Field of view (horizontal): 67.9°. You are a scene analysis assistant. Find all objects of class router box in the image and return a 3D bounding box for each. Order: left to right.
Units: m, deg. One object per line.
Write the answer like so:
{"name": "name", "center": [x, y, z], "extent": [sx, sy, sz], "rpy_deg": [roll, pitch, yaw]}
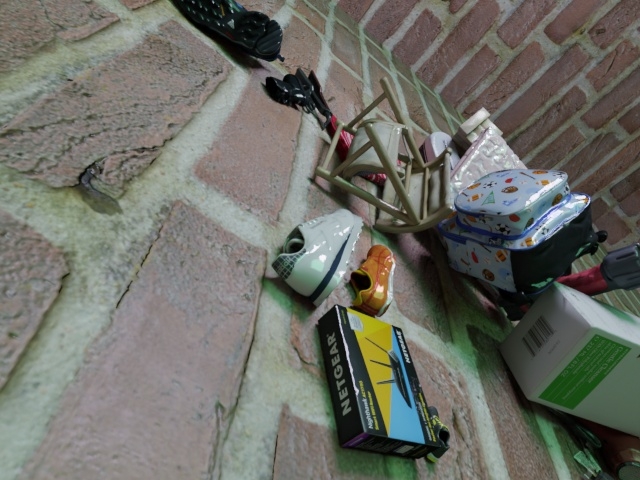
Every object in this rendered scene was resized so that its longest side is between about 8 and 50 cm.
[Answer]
{"name": "router box", "center": [0.072, 0.182, 0.620], "extent": [0.133, 0.046, 0.179], "rpy_deg": [24, 35, -32]}

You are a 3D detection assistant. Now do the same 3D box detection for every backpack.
{"name": "backpack", "center": [0.375, -0.023, 0.965], "extent": [0.276, 0.263, 0.213], "rpy_deg": [-26, 105, -26]}

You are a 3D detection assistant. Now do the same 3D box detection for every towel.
{"name": "towel", "center": [0.139, -0.208, 1.235], "extent": [0.274, 0.031, 0.199], "rpy_deg": [23, 36, -35]}
{"name": "towel", "center": [0.440, -0.063, 1.173], "extent": [0.332, 0.053, 0.317], "rpy_deg": [45, 70, -13]}

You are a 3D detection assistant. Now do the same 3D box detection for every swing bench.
{"name": "swing bench", "center": [0.151, -0.169, 1.030], "extent": [0.254, 0.165, 0.253], "rpy_deg": [42, 36, -18]}

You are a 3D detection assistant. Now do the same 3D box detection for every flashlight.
{"name": "flashlight", "center": [0.524, 0.090, 0.998], "extent": [0.103, 0.304, 0.103], "rpy_deg": [-31, 88, -40]}

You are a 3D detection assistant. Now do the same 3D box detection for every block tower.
{"name": "block tower", "center": [0.399, -0.248, 1.374], "extent": [0.097, 0.091, 0.335], "rpy_deg": [47, -12, 7]}

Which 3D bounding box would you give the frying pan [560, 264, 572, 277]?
{"name": "frying pan", "center": [0.683, 0.102, 1.363], "extent": [0.197, 0.053, 0.326], "rpy_deg": [-57, 142, -63]}

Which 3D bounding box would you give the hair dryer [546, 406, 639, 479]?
{"name": "hair dryer", "center": [0.561, 0.376, 0.959], "extent": [0.293, 0.080, 0.224], "rpy_deg": [15, 40, -43]}

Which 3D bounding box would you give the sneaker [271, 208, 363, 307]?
{"name": "sneaker", "center": [0.000, 0.000, 0.734], "extent": [0.094, 0.090, 0.235], "rpy_deg": [31, 28, -4]}

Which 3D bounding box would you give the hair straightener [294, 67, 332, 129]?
{"name": "hair straightener", "center": [-0.033, -0.368, 1.226], "extent": [0.089, 0.047, 0.231], "rpy_deg": [2, 53, -28]}

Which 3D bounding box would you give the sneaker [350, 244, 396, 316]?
{"name": "sneaker", "center": [0.086, 0.052, 0.794], "extent": [0.067, 0.064, 0.175], "rpy_deg": [28, 28, -8]}

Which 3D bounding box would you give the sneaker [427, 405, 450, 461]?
{"name": "sneaker", "center": [0.160, 0.258, 0.644], "extent": [0.031, 0.035, 0.083], "rpy_deg": [37, 29, -14]}

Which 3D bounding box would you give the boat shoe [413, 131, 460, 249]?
{"name": "boat shoe", "center": [0.321, -0.117, 1.251], "extent": [0.121, 0.119, 0.336], "rpy_deg": [6, 67, -20]}

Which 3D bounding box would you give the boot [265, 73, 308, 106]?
{"name": "boot", "center": [-0.090, -0.372, 1.145], "extent": [0.099, 0.045, 0.121], "rpy_deg": [4, 46, -43]}

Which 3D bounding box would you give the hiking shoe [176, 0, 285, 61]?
{"name": "hiking shoe", "center": [-0.226, -0.525, 1.138], "extent": [0.304, 0.113, 0.132], "rpy_deg": [37, -1, 0]}

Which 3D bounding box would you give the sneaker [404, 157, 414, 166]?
{"name": "sneaker", "center": [0.332, -0.183, 1.405], "extent": [0.188, 0.071, 0.066], "rpy_deg": [26, 33, -29]}

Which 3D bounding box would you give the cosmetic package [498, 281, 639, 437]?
{"name": "cosmetic package", "center": [0.576, 0.247, 0.942], "extent": [0.365, 0.197, 0.155], "rpy_deg": [21, 24, -13]}
